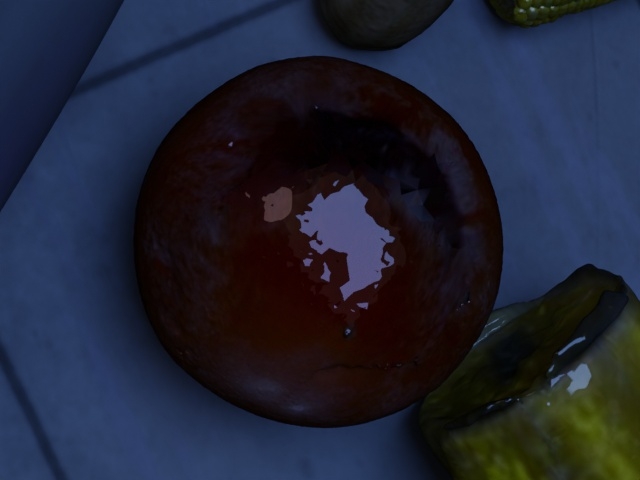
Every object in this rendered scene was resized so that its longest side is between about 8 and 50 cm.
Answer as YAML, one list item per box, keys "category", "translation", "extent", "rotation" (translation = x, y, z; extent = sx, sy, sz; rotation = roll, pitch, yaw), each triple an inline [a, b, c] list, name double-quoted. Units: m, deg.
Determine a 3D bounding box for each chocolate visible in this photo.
- category: "chocolate"
  translation: [0.235, 0.233, 1.043]
  extent: [0.162, 0.162, 0.445]
  rotation: [-39, 100, -22]

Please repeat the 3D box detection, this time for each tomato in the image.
- category: "tomato"
  translation: [0.000, 0.000, 0.959]
  extent: [0.208, 0.184, 0.208]
  rotation: [3, 84, -24]

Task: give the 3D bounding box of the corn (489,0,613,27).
- category: "corn"
  translation: [0.200, -0.192, 1.133]
  extent: [0.206, 0.067, 0.067]
  rotation: [-24, 93, -21]

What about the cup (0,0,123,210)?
- category: "cup"
  translation: [-0.232, -0.123, 0.843]
  extent: [0.253, 0.253, 0.371]
  rotation: [37, 69, -15]

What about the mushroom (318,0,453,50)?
- category: "mushroom"
  translation: [0.062, -0.264, 1.037]
  extent: [0.156, 0.151, 0.285]
  rotation: [4, 82, -24]
